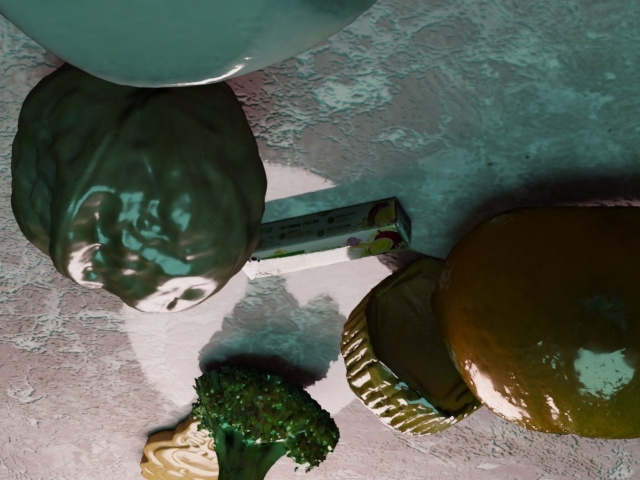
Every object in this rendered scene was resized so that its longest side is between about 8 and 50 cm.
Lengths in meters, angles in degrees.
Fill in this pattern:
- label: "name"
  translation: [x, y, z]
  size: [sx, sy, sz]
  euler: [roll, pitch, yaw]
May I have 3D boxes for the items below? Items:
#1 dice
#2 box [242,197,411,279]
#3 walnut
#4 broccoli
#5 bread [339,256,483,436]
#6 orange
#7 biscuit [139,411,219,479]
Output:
- label: "dice"
  translation: [-0.090, -0.263, 0.940]
  size: [0.251, 0.259, 0.243]
  euler: [2, 133, 32]
- label: "box"
  translation: [0.000, 0.000, 1.548]
  size: [0.207, 0.041, 0.050]
  euler: [-11, 143, 22]
- label: "walnut"
  translation: [-0.176, -0.061, 1.336]
  size: [0.273, 0.227, 0.273]
  euler: [5, 140, 4]
- label: "broccoli"
  translation: [-0.085, 0.271, 1.799]
  size: [0.219, 0.194, 0.194]
  euler: [0, 143, 18]
- label: "bread"
  translation: [0.117, 0.125, 1.571]
  size: [0.199, 0.199, 0.104]
  euler: [20, 144, -18]
- label: "orange"
  translation: [0.296, 0.082, 1.452]
  size: [0.310, 0.274, 0.274]
  euler: [8, 145, -22]
- label: "biscuit"
  translation: [-0.178, 0.310, 2.001]
  size: [0.144, 0.040, 0.236]
  euler: [33, 134, -23]
